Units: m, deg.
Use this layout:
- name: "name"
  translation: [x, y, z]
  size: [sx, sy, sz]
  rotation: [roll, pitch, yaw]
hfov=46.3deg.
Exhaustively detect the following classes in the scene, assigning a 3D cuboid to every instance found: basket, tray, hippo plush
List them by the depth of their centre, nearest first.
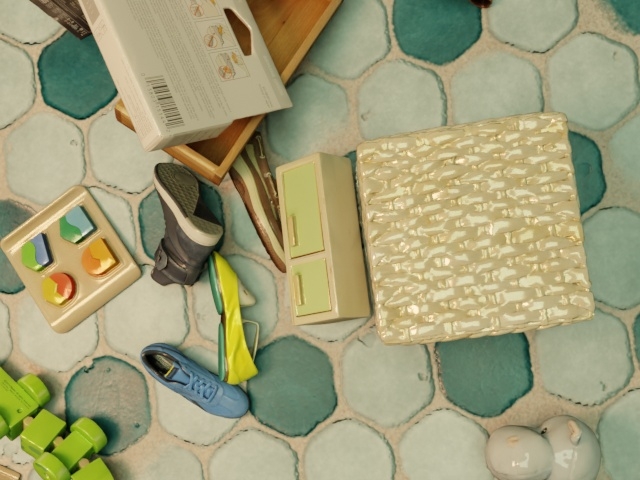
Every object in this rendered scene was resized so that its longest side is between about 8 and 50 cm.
- name: "hippo plush"
  translation: [0.368, 0.391, 1.134]
  size: [0.294, 0.234, 0.237]
  rotation: [-5, 85, 6]
- name: "basket"
  translation: [0.222, -0.011, 1.172]
  size: [0.331, 0.266, 0.329]
  rotation: [-7, 85, 7]
- name: "tray"
  translation: [-0.144, -0.318, 1.269]
  size: [0.202, 0.076, 0.411]
  rotation: [33, 76, -5]

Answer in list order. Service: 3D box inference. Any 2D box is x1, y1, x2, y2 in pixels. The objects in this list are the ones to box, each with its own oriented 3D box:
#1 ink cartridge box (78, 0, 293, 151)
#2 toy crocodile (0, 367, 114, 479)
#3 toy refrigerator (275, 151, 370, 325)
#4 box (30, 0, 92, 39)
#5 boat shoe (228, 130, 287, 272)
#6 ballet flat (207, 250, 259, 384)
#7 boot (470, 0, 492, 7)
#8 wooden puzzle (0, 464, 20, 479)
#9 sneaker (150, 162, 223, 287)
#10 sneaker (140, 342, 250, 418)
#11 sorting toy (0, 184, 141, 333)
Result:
- name: "ink cartridge box"
  translation: [-0.212, -0.306, 1.182]
  size: [0.261, 0.066, 0.296]
  rotation: [-21, 85, -40]
- name: "toy crocodile"
  translation: [-0.488, 0.334, 1.298]
  size: [0.340, 0.105, 0.115]
  rotation: [36, 48, 8]
- name: "toy refrigerator"
  translation: [0.000, 0.000, 1.238]
  size: [0.102, 0.094, 0.270]
  rotation: [-14, 78, 39]
- name: "box"
  translation: [-0.392, -0.444, 1.287]
  size: [0.183, 0.231, 0.056]
  rotation: [-28, 86, 3]
- name: "boat shoe"
  translation: [-0.085, -0.074, 1.295]
  size: [0.095, 0.095, 0.258]
  rotation: [-25, 85, -8]
- name: "ballet flat"
  translation: [-0.147, 0.131, 1.296]
  size: [0.077, 0.077, 0.231]
  rotation: [-5, 81, -16]
- name: "boot"
  translation: [0.219, -0.570, 1.269]
  size: [0.264, 0.096, 0.281]
  rotation: [19, 88, -35]
- name: "wooden puzzle"
  translation: [-0.577, 0.441, 1.338]
  size: [0.116, 0.014, 0.079]
  rotation: [27, 84, 7]
- name: "sneaker"
  translation: [-0.258, -0.020, 1.308]
  size: [0.226, 0.086, 0.163]
  rotation: [58, 132, 40]
- name: "sneaker"
  translation: [-0.220, 0.246, 1.285]
  size: [0.209, 0.082, 0.069]
  rotation: [30, 87, 6]
- name: "sorting toy"
  translation: [-0.454, 0.032, 1.348]
  size: [0.193, 0.038, 0.208]
  rotation: [-37, 83, 2]
